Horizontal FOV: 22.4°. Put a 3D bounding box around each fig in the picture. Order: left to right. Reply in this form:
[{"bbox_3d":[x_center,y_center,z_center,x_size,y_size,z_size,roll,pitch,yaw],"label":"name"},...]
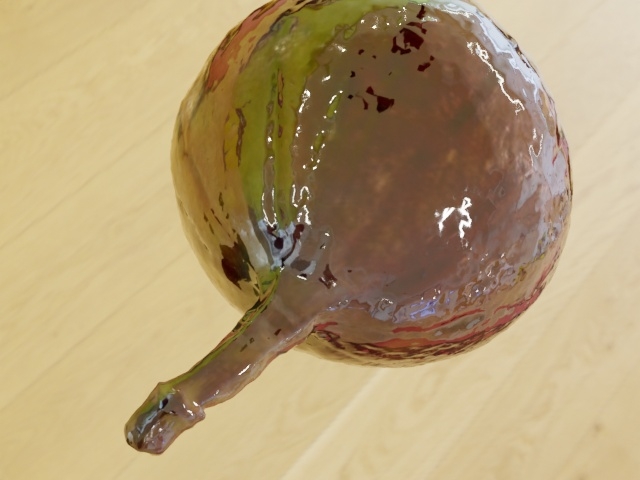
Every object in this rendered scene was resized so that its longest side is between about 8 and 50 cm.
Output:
[{"bbox_3d":[0.014,-0.023,0.588,0.202,0.148,0.149,-15,92,-76],"label":"fig"}]
